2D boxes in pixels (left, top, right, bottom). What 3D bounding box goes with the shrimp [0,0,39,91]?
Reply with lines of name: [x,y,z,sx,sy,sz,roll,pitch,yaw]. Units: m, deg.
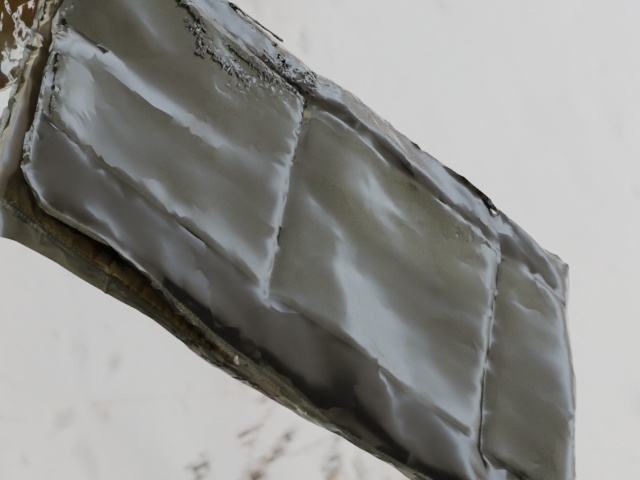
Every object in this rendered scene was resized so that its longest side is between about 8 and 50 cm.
shrimp: [-0.155,-0.092,0.667,0.154,0.062,0.294,22,28,1]

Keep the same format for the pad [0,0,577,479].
pad: [0.000,0.000,0.638,0.233,0.022,0.174,36,32,-20]
